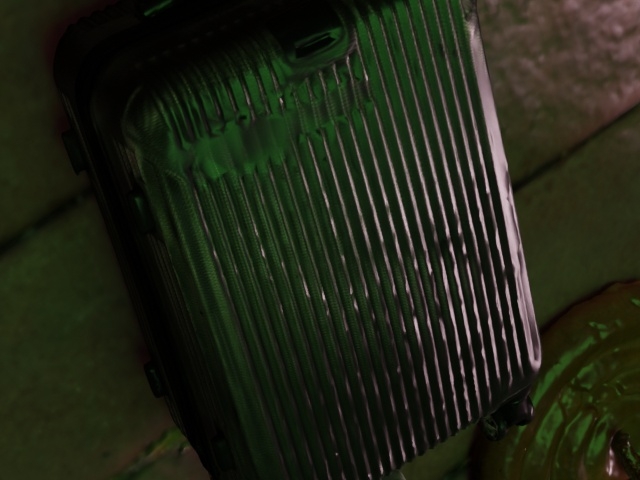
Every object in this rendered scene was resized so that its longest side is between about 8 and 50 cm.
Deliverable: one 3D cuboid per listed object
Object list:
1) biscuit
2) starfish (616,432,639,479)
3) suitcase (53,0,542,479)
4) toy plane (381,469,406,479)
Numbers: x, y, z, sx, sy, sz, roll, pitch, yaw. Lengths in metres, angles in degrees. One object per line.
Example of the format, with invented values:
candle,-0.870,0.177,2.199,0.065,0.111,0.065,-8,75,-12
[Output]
biscuit,0.166,0.136,1.034,0.144,0.033,0.224,-5,114,-31
starfish,0.238,0.177,1.056,0.130,0.041,0.133,16,104,-41
suitcase,0.000,0.000,0.798,0.202,0.128,0.312,-27,124,-19
toy plane,-0.015,0.182,0.912,0.162,0.065,0.171,28,114,-41
